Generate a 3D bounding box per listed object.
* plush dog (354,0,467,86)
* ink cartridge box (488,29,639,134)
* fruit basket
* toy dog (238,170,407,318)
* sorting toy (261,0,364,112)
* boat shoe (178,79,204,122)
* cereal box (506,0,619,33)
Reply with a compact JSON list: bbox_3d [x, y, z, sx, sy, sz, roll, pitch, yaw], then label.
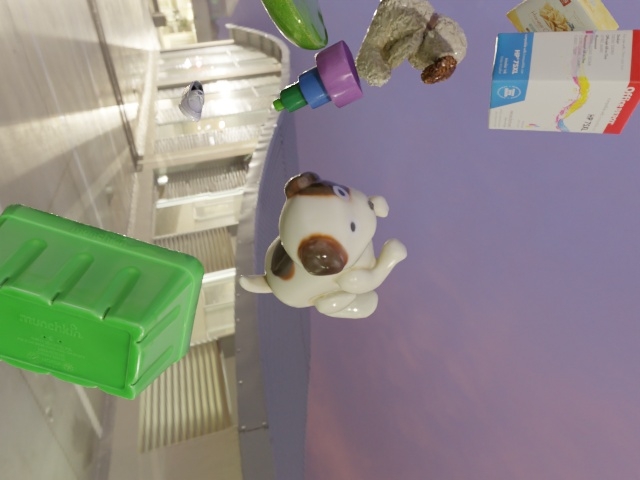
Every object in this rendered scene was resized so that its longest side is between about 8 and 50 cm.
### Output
[{"bbox_3d":[0.227,-0.470,1.093,0.211,0.225,0.263,120,-7,-58],"label":"plush dog"},{"bbox_3d":[0.357,-0.213,0.662,0.134,0.230,0.078,43,56,-66],"label":"ink cartridge box"},{"bbox_3d":[-0.407,0.090,0.915,0.392,0.391,0.283,-117,-141,-53],"label":"fruit basket"},{"bbox_3d":[0.000,0.000,1.143,0.408,0.394,0.285,105,-17,-66],"label":"toy dog"},{"bbox_3d":[-0.084,-0.226,0.433,0.365,0.126,0.127,40,35,-55],"label":"sorting toy"},{"bbox_3d":[-0.355,-0.398,1.362,0.063,0.066,0.184,-47,-151,24],"label":"boat shoe"},{"bbox_3d":[0.558,-0.519,1.135,0.173,0.047,0.240,48,1,-8],"label":"cereal box"}]
